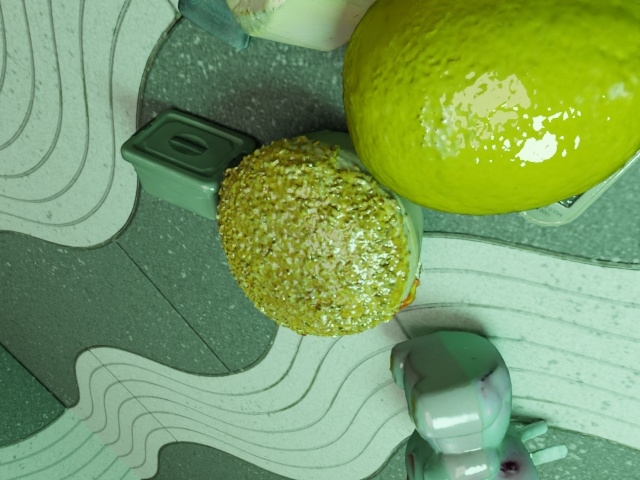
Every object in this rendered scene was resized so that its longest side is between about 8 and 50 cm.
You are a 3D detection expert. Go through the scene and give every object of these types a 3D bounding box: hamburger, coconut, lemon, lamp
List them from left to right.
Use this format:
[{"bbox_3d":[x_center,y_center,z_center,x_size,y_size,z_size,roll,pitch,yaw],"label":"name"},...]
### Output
[{"bbox_3d":[-0.008,-0.263,0.480,0.147,0.152,0.147,13,108,48],"label":"coconut"},{"bbox_3d":[0.000,0.000,0.652,0.276,0.179,0.294,-13,116,34],"label":"hamburger"},{"bbox_3d":[0.238,0.291,0.748,0.247,0.247,0.301,-17,108,-6],"label":"lamp"},{"bbox_3d":[0.144,-0.134,0.430,0.263,0.236,0.236,-28,107,36],"label":"lemon"}]

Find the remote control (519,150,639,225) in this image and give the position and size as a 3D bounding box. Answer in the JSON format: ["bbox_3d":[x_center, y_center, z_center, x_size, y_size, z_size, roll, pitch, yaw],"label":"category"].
[{"bbox_3d":[0.284,-0.102,0.506,0.078,0.042,0.221,32,135,4],"label":"remote control"}]

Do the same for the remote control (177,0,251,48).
[{"bbox_3d":[-0.071,-0.387,0.491,0.107,0.044,0.378,31,134,2],"label":"remote control"}]

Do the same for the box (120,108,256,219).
[{"bbox_3d":[-0.188,-0.107,0.729,0.172,0.124,0.093,23,143,15],"label":"box"}]
